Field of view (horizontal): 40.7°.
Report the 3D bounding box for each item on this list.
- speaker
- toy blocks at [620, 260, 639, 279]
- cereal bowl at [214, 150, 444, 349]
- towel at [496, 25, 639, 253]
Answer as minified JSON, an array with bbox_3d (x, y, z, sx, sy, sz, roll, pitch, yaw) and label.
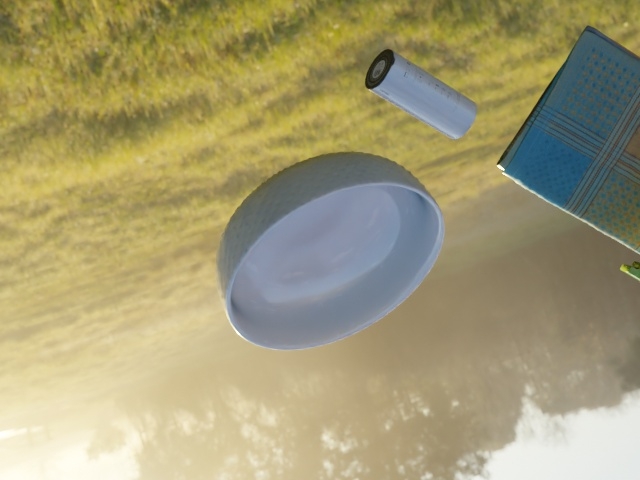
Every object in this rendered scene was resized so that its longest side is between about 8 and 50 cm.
[{"bbox_3d":[0.123,-0.174,1.039,0.136,0.055,0.055,25,147,-27],"label":"speaker"},{"bbox_3d":[0.696,0.030,1.323,0.261,0.381,0.191,-60,176,5],"label":"toy blocks"},{"bbox_3d":[0.000,0.000,1.246,0.339,0.141,0.339,-18,140,-16],"label":"cereal bowl"},{"bbox_3d":[0.511,-0.143,1.427,0.271,0.370,0.040,-59,-170,14],"label":"towel"}]
